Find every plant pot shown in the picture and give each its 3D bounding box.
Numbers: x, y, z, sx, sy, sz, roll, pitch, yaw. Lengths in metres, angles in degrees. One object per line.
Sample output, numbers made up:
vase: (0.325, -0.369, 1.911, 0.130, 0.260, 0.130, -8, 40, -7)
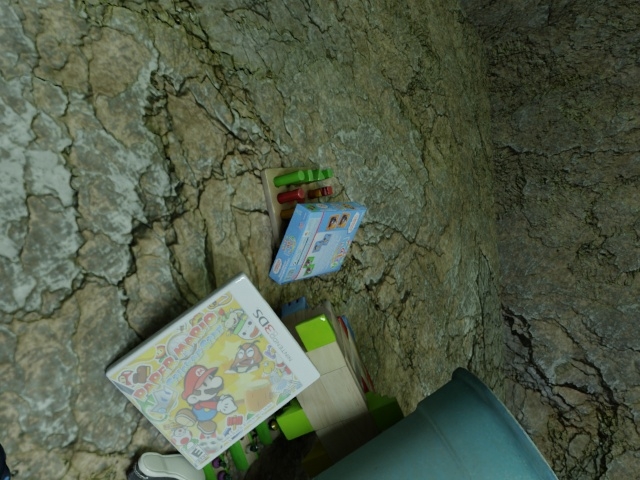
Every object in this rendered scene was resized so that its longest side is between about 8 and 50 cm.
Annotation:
plant pot: (0.138, 0.409, 0.697, 0.341, 0.334, 0.341, 62, -4, 7)

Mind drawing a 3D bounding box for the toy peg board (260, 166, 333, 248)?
toy peg board: (-0.029, -0.078, 1.045, 0.161, 0.079, 0.160, -15, 93, -55)

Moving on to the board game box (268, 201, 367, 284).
board game box: (0.000, 0.000, 1.027, 0.211, 0.039, 0.160, -7, 125, -55)

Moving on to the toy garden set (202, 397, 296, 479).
toy garden set: (-0.122, 0.268, 0.852, 0.244, 0.049, 0.204, -32, 108, -53)

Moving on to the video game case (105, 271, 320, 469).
video game case: (-0.144, 0.189, 0.721, 0.227, 0.026, 0.206, -36, 110, -6)

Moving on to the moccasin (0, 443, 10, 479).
moccasin: (-0.321, 0.303, 0.366, 0.342, 0.138, 0.117, -79, 163, -47)

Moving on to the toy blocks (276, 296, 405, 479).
toy blocks: (0.028, 0.248, 0.939, 0.261, 0.191, 0.381, -99, 165, -69)

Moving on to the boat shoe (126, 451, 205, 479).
boat shoe: (-0.216, 0.332, 0.714, 0.125, 0.038, 0.046, 39, 10, -50)
